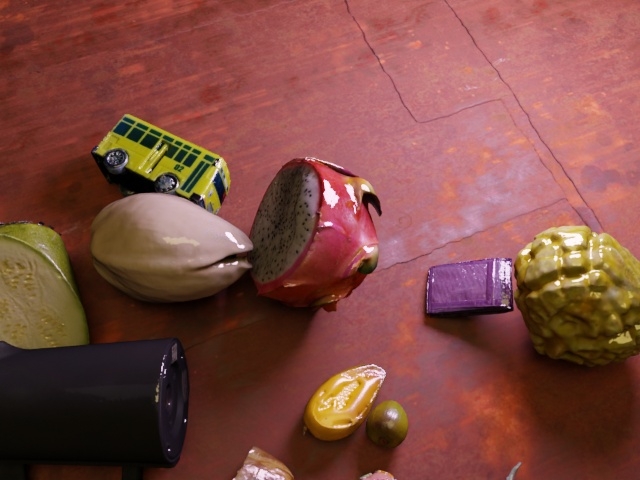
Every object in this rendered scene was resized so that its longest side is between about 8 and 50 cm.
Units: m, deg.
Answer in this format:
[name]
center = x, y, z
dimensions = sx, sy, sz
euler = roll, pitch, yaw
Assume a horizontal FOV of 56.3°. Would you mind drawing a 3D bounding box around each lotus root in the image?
[lotus root]
center = -0.105, 0.429, 0.988
dimensions = 0.135, 0.095, 0.159
euler = 15, 70, 2

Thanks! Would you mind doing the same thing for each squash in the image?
[squash]
center = -0.527, 0.119, 1.074
dimensions = 0.189, 0.189, 0.260
euler = -18, 64, -10

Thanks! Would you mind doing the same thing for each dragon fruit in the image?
[dragon fruit]
center = 0.000, 0.000, 1.114
dimensions = 0.189, 0.291, 0.290
euler = 19, 61, -26

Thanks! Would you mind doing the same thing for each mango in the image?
[mango]
center = 0.042, 0.289, 1.074
dimensions = 0.101, 0.066, 0.187
euler = 39, 64, 25

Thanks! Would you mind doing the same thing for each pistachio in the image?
[pistachio]
center = -0.278, 0.017, 1.113
dimensions = 0.332, 0.226, 0.207
euler = 4, 98, 25

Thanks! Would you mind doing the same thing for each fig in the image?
[fig]
center = 0.121, 0.320, 1.059
dimensions = 0.074, 0.074, 0.088
euler = 19, 43, 8

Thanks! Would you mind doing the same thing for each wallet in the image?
[wallet]
center = 0.287, 0.090, 1.157
dimensions = 0.166, 0.030, 0.111
euler = -8, 62, 26

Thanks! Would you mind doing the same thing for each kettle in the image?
[kettle]
center = -0.391, 0.296, 1.015
dimensions = 0.308, 0.262, 0.203
euler = -2, 30, 0

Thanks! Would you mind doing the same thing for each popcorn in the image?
[popcorn]
center = 0.480, 0.096, 1.086
dimensions = 0.271, 0.224, 0.257
euler = 8, 63, -38

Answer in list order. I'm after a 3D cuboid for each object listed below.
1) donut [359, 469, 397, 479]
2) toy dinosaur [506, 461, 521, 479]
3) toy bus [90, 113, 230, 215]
[donut]
center = 0.127, 0.446, 0.970
dimensions = 0.065, 0.117, 0.166
euler = -36, 70, -12
[toy dinosaur]
center = 0.284, 0.487, 0.988
dimensions = 0.242, 0.053, 0.167
euler = -39, 72, -18
[toy bus]
center = -0.318, -0.143, 1.241
dimensions = 0.262, 0.128, 0.150
euler = 25, 66, 11
